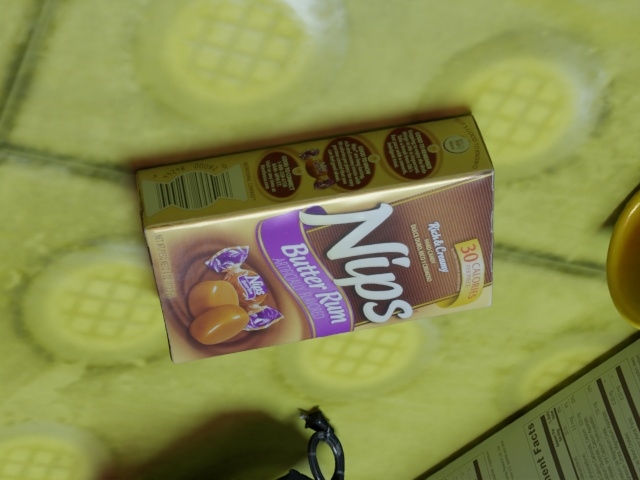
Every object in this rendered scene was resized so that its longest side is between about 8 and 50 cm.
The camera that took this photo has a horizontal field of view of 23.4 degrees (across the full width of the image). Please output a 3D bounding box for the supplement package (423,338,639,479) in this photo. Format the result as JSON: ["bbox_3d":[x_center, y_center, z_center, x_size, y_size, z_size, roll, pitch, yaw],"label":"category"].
[{"bbox_3d":[0.211,0.227,1.026,0.262,0.198,0.199,-37,132,23],"label":"supplement package"}]

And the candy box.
[{"bbox_3d":[0.000,0.000,0.849,0.186,0.053,0.109,-11,136,-5],"label":"candy box"}]

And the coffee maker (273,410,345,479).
[{"bbox_3d":[-0.073,0.216,0.996,0.178,0.171,0.120,-16,118,32],"label":"coffee maker"}]

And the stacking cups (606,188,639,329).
[{"bbox_3d":[0.321,0.036,0.952,0.316,0.096,0.096,13,130,-32],"label":"stacking cups"}]
